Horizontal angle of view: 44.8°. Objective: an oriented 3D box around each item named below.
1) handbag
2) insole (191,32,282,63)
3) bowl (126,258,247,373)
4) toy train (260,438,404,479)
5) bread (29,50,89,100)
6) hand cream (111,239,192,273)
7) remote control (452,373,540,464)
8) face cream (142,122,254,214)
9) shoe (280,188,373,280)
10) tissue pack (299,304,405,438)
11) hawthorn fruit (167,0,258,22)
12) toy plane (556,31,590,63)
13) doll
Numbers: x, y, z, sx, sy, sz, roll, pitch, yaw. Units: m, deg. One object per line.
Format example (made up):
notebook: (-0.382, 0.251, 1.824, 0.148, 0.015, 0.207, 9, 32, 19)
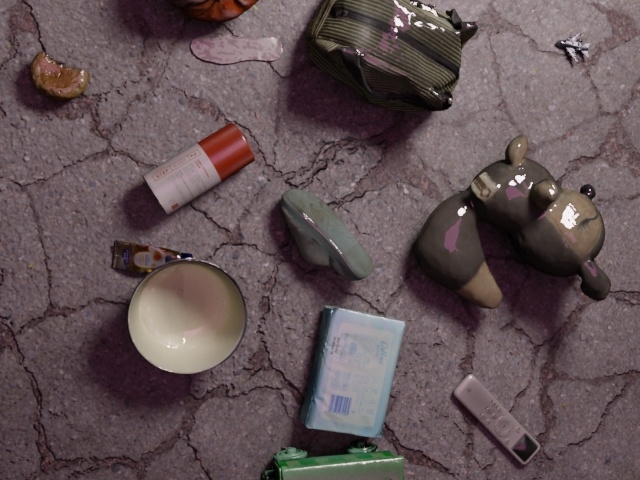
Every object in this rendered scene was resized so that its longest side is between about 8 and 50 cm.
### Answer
handbag: (0.155, -0.407, 1.601, 0.340, 0.240, 0.247, 23, 92, -14)
insole: (-0.176, -0.405, 1.641, 0.193, 0.006, 0.065, -3, 93, -13)
bowl: (-0.273, 0.140, 1.576, 0.237, 0.126, 0.238, -3, 103, -13)
toy train: (0.029, 0.502, 1.635, 0.301, 0.202, 0.120, -2, 89, -12)
bread: (-0.521, -0.318, 1.539, 0.113, 0.060, 0.082, 26, 86, -11)
hand cream: (-0.348, 0.037, 1.610, 0.163, 0.039, 0.062, 5, 108, -11)
remote control: (0.412, 0.418, 1.804, 0.067, 0.029, 0.261, -45, 101, -7)
face cream: (-0.248, -0.147, 1.592, 0.214, 0.096, 0.096, -33, 99, -10)
shoe: (0.000, 0.000, 1.665, 0.251, 0.103, 0.100, 45, 126, 2)
tissue pack: (0.069, 0.284, 1.691, 0.177, 0.089, 0.263, 12, 88, -14)
hawthorn fruit: (-0.227, -0.577, 1.532, 0.242, 0.242, 0.272, -22, 66, -11)
toy plane: (0.586, -0.451, 1.801, 0.083, 0.031, 0.078, 12, 75, -15)
doll: (0.440, -0.002, 1.727, 0.378, 0.252, 0.382, -38, 98, 24)
